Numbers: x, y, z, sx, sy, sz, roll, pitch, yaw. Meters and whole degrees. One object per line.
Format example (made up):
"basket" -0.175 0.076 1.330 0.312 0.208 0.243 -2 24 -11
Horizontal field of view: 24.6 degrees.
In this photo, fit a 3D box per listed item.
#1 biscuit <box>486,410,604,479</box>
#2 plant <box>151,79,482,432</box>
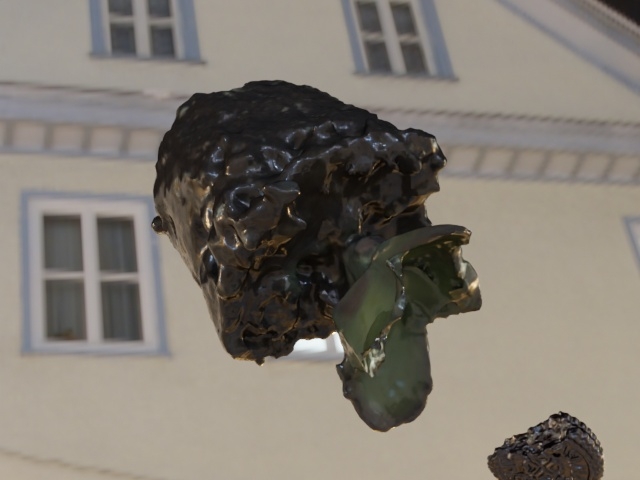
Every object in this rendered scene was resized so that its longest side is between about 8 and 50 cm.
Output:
"biscuit" 0.167 0.161 1.087 0.087 0.027 0.089 9 -46 12
"plant" 0.000 0.000 0.786 0.131 0.203 0.143 -18 -56 -34
